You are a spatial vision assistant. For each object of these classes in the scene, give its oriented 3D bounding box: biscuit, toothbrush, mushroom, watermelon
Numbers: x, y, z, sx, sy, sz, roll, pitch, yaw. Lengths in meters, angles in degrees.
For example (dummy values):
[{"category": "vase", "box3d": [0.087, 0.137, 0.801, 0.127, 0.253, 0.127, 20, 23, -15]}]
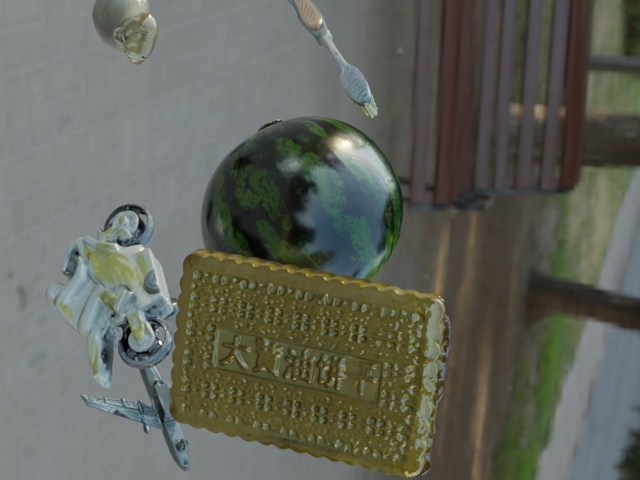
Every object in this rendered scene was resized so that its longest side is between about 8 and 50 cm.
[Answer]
[{"category": "biscuit", "box3d": [-0.014, 0.111, 1.187, 0.029, 0.254, 0.172, -28, 127, -70]}, {"category": "toothbrush", "box3d": [-0.014, -0.263, 1.542, 0.037, 0.028, 0.375, 52, 7, -48]}, {"category": "mushroom", "box3d": [-0.313, -0.346, 2.109, 0.225, 0.093, 0.116, -105, -144, -57]}, {"category": "watermelon", "box3d": [-0.028, -0.028, 1.691, 0.269, 0.268, 0.269, 6, 90, -73]}]

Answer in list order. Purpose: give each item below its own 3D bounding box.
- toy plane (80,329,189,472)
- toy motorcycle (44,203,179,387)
[{"category": "toy plane", "box3d": [-0.239, 0.237, 1.971, 0.226, 0.226, 0.058, -14, 153, -32]}, {"category": "toy motorcycle", "box3d": [-0.245, 0.062, 1.529, 0.074, 0.151, 0.229, 64, 11, -57]}]
